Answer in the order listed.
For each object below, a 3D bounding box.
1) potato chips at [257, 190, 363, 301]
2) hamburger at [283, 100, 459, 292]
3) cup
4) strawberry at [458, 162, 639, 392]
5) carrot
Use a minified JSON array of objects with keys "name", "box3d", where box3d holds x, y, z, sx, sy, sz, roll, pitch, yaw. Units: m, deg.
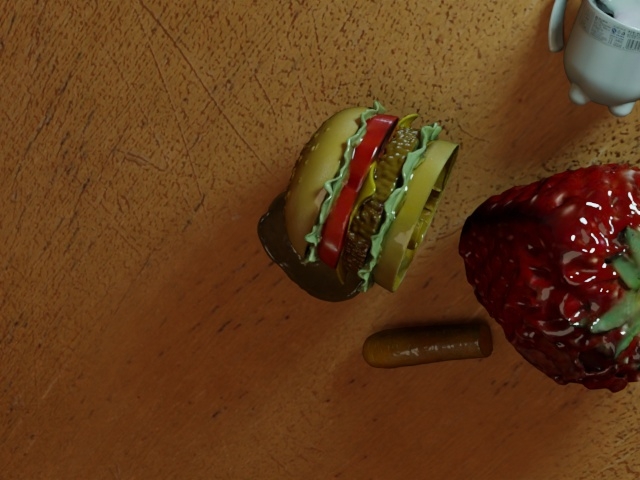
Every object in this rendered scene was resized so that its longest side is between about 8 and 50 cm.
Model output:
[{"name":"potato chips","box3d":[0.001,0.000,2.089,0.208,0.062,0.195,1,111,29]},{"name":"hamburger","box3d":[0.060,-0.071,1.891,0.212,0.274,0.274,24,125,9]},{"name":"cup","box3d":[0.373,-0.257,1.707,0.174,0.134,0.142,26,127,12]},{"name":"strawberry","box3d":[0.354,0.035,1.828,0.345,0.295,0.317,22,151,56]},{"name":"carrot","box3d":[0.167,0.171,2.096,0.225,0.067,0.067,-8,112,28]}]
